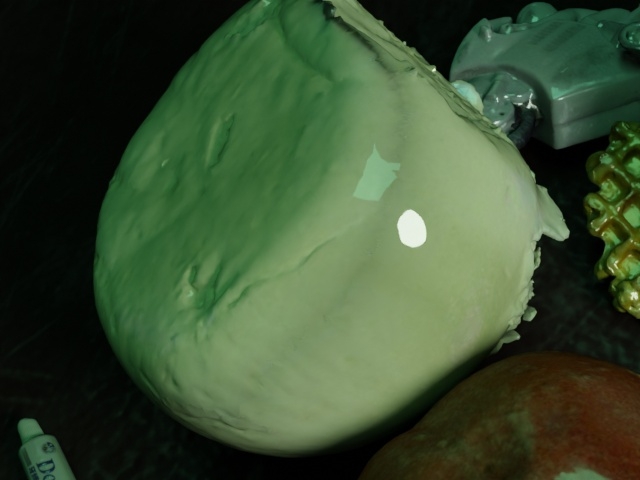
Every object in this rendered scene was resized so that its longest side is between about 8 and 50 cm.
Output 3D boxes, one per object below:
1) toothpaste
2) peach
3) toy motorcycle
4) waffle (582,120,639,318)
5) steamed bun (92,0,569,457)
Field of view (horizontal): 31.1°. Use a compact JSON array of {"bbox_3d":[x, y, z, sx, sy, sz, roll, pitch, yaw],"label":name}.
[{"bbox_3d":[-0.190,0.215,0.874,0.048,0.029,0.197,-30,60,-6],"label":"toothpaste"},{"bbox_3d":[0.136,0.188,0.692,0.252,0.252,0.252,-6,57,10],"label":"peach"},{"bbox_3d":[0.212,-0.151,0.968,0.260,0.110,0.171,-20,44,-5],"label":"toy motorcycle"},{"bbox_3d":[0.284,-0.012,0.875,0.160,0.046,0.192,-7,71,11],"label":"waffle"},{"bbox_3d":[0.000,0.000,0.832,0.312,0.233,0.334,-45,37,20],"label":"steamed bun"}]
